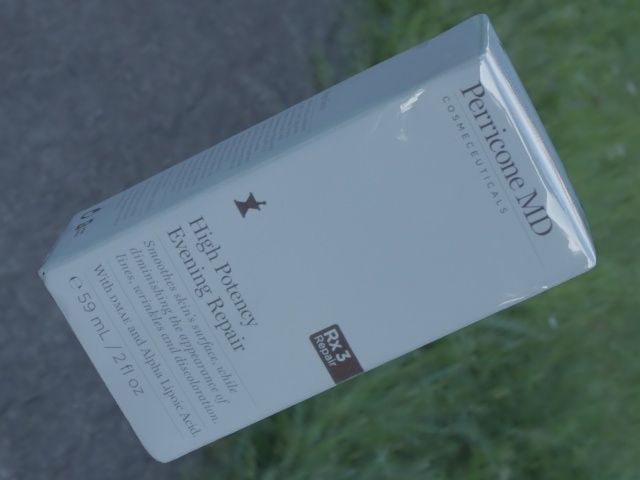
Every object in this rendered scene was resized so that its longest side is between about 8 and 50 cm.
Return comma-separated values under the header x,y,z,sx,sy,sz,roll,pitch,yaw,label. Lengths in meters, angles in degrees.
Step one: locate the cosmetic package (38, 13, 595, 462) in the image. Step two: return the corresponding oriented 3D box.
x,y,z,sx,sy,sz,roll,pitch,yaw,label
0.000,0.000,0.828,0.117,0.231,0.085,60,14,-16,cosmetic package
